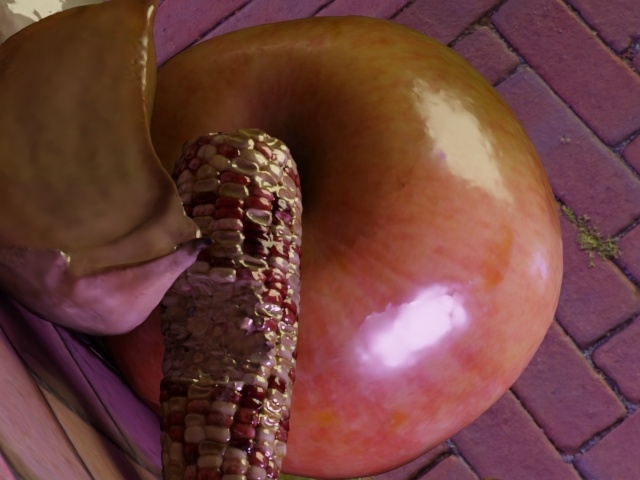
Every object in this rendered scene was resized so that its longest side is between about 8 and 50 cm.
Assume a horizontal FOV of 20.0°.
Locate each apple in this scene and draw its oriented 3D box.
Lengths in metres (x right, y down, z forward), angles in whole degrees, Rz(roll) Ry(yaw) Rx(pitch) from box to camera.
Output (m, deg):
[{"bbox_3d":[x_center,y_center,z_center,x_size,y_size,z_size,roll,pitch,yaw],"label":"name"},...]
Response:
[{"bbox_3d":[0.000,0.000,1.467,0.391,0.391,0.346,52,-1,30],"label":"apple"}]

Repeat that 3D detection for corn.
[{"bbox_3d":[-0.064,0.062,1.225,0.098,0.098,0.290,53,37,-62],"label":"corn"}]

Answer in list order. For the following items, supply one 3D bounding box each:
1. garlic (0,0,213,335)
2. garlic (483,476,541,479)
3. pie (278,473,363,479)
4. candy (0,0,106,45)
[{"bbox_3d":[-0.165,-0.035,1.223,0.151,0.196,0.338,28,25,-27],"label":"garlic"},{"bbox_3d":[0.117,0.279,1.410,0.148,0.266,0.129,-6,-85,45],"label":"garlic"},{"bbox_3d":[0.009,0.264,1.768,0.201,0.090,0.248,57,3,-14],"label":"pie"},{"bbox_3d":[-0.284,-0.191,1.530,0.295,0.185,0.295,55,4,-6],"label":"candy"}]
